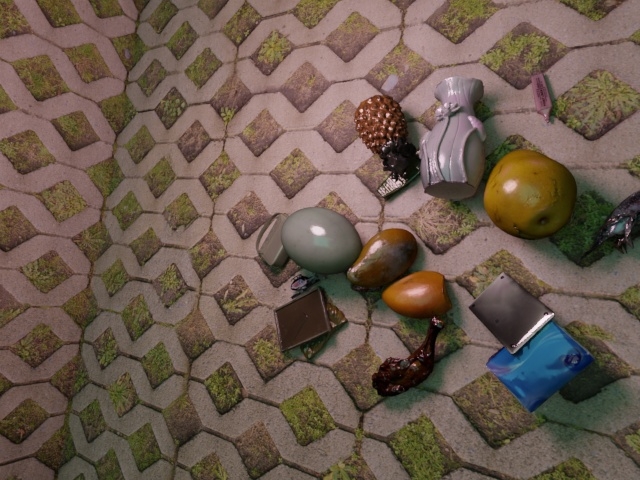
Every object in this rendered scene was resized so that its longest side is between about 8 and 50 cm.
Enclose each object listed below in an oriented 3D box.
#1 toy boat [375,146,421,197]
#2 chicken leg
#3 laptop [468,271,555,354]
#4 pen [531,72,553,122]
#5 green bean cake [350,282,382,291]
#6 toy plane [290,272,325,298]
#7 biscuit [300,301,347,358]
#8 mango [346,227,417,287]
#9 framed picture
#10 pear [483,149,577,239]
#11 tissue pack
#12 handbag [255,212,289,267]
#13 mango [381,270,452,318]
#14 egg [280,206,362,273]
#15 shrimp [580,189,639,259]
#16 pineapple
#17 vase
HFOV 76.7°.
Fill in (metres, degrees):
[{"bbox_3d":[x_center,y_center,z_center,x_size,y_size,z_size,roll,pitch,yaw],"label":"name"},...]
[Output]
[{"bbox_3d":[0.357,-0.286,1.692,0.293,0.055,0.093,-42,65,16],"label":"toy boat"},{"bbox_3d":[0.351,0.453,1.535,0.157,0.096,0.407,37,110,-2],"label":"chicken leg"},{"bbox_3d":[0.640,0.239,1.382,0.188,0.015,0.269,-50,26,12],"label":"laptop"},{"bbox_3d":[0.816,-0.520,1.487,0.053,0.032,0.198,-13,74,27],"label":"pen"},{"bbox_3d":[0.193,0.150,1.712,0.135,0.056,0.136,-2,80,28],"label":"green bean cake"},{"bbox_3d":[-0.066,0.188,1.848,0.197,0.053,0.078,-32,61,14],"label":"toy plane"},{"bbox_3d":[-0.020,0.382,1.803,0.274,0.036,0.187,-52,57,13],"label":"biscuit"},{"bbox_3d":[0.247,0.076,1.602,0.316,0.146,0.193,-36,98,-11],"label":"mango"},{"bbox_3d":[-0.089,0.358,1.820,0.289,0.020,0.212,-30,57,27],"label":"framed picture"},{"bbox_3d":[0.705,-0.163,1.377,0.284,0.285,0.337,1,42,29],"label":"pear"},{"bbox_3d":[0.712,0.392,1.327,0.263,0.146,0.198,-48,63,14],"label":"tissue pack"},{"bbox_3d":[-0.215,-0.014,1.963,0.219,0.079,0.256,39,101,40],"label":"handbag"},{"bbox_3d":[0.360,0.215,1.561,0.256,0.138,0.188,-15,62,20],"label":"mango"},{"bbox_3d":[0.000,0.000,1.717,0.388,0.276,0.276,24,94,35],"label":"egg"},{"bbox_3d":[0.974,-0.062,1.242,0.137,0.172,0.372,41,95,23],"label":"shrimp"},{"bbox_3d":[0.283,-0.405,1.652,0.222,0.222,0.358,-31,65,22],"label":"pineapple"},{"bbox_3d":[0.505,-0.386,1.521,0.249,0.250,0.446,1,74,29],"label":"vase"}]
